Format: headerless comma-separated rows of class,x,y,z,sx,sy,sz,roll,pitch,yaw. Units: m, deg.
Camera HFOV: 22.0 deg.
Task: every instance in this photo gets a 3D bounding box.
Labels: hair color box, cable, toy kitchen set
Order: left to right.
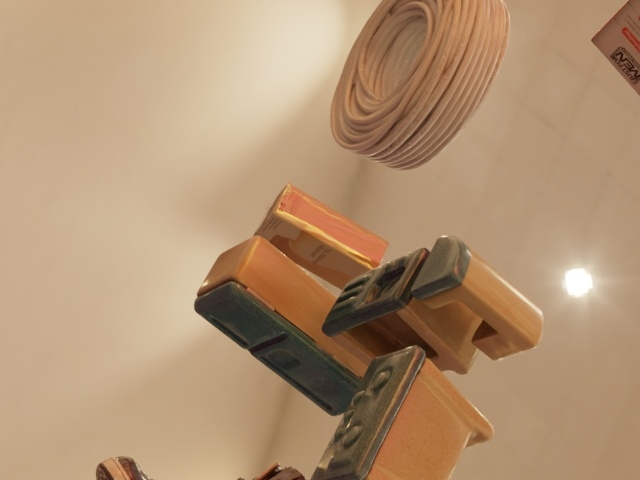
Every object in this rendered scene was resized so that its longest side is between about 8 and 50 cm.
toy kitchen set,-0.001,0.079,0.916,0.122,0.166,0.207,39,-32,-16
cable,0.115,-0.207,1.959,0.257,0.089,0.257,-20,-130,55
hair color box,0.276,-0.173,1.232,0.072,0.043,0.141,51,-49,9

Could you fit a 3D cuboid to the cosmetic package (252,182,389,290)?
cosmetic package,0.000,0.000,1.557,0.060,0.115,0.041,-49,-167,56

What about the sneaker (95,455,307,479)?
sneaker,-0.094,0.233,1.461,0.086,0.163,0.226,42,-17,47
